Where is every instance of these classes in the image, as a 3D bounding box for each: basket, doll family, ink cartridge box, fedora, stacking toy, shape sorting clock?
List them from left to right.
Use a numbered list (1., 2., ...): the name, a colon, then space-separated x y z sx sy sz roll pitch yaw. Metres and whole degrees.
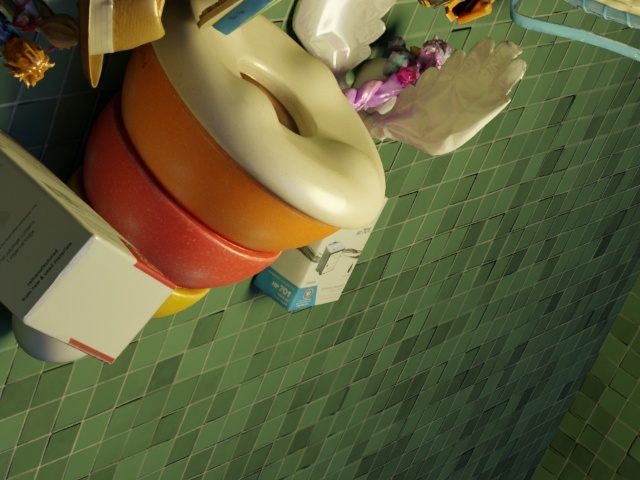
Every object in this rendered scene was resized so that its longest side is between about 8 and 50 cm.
1. doll family: -0.321 -0.217 1.483 0.118 0.163 0.263 -51 155 -4
2. ink cartridge box: -0.307 -0.016 1.643 0.114 0.273 0.197 -49 155 0
3. fedora: -0.187 -0.236 1.537 0.194 0.079 0.194 -178 -90 -86
4. stacking toy: -0.193 -0.031 1.882 0.480 0.351 0.350 -42 159 21
5. shape sorting clock: -0.041 -0.276 1.677 0.206 0.040 0.206 -33 -173 5
6. ink cartridge box: 0.000 0.000 2.403 0.139 0.082 0.191 -10 133 -55
7. basket: 0.452 -0.406 2.470 0.201 0.254 0.289 82 31 -58

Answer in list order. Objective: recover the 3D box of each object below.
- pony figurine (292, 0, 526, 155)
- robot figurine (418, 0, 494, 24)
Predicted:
1. pony figurine: 0.074 -0.193 2.118 0.351 0.303 0.363 -50 171 14
2. robot figurine: 0.264 -0.390 2.185 0.291 0.085 0.211 -31 -164 12
